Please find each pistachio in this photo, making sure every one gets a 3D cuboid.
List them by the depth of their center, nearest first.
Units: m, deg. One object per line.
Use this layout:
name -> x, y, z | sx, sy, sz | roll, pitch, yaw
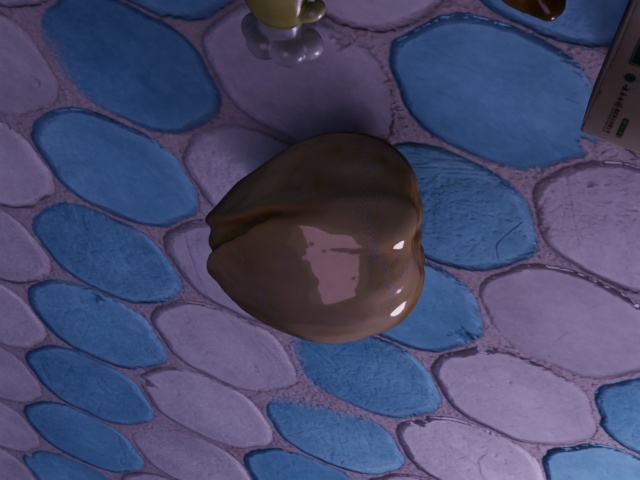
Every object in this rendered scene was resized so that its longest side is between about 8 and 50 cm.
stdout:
pistachio -> 0.000, 0.000, 1.756 | 0.238, 0.229, 0.321 | 8, 169, -25

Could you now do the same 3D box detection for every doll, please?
doll -> -0.041, -0.234, 1.564 | 0.106, 0.062, 0.162 | 25, 150, 17

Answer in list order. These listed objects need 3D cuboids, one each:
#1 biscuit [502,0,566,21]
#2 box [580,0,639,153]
biscuit -> 0.126, -0.286, 1.337 | 0.164, 0.047, 0.208 | 20, 142, 31
box -> 0.336, -0.156, 1.384 | 0.168, 0.095, 0.212 | 19, 150, 5
